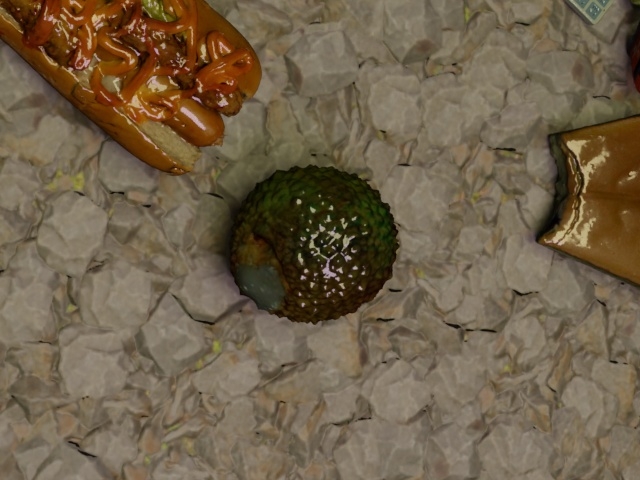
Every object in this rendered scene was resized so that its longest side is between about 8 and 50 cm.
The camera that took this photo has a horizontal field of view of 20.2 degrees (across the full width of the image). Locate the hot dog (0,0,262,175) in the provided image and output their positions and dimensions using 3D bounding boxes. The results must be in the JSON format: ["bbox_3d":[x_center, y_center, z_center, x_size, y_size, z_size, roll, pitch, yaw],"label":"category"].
[{"bbox_3d":[-0.203,-0.210,1.635,0.349,0.117,0.158,42,77,-18],"label":"hot dog"}]

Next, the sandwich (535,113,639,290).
[{"bbox_3d":[0.338,-0.079,1.884,0.212,0.063,0.245,23,83,-20],"label":"sandwich"}]

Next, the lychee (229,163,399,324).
[{"bbox_3d":[0.000,0.000,1.713,0.171,0.171,0.171,-1,93,-21],"label":"lychee"}]

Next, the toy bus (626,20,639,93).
[{"bbox_3d":[0.411,-0.185,1.867,0.174,0.079,0.077,6,59,-4],"label":"toy bus"}]

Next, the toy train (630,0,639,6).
[{"bbox_3d":[0.464,-0.296,1.910,0.307,0.126,0.189,15,119,-22],"label":"toy train"}]

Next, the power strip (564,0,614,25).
[{"bbox_3d":[0.268,-0.265,1.871,0.090,0.016,0.040,41,79,-19],"label":"power strip"}]
